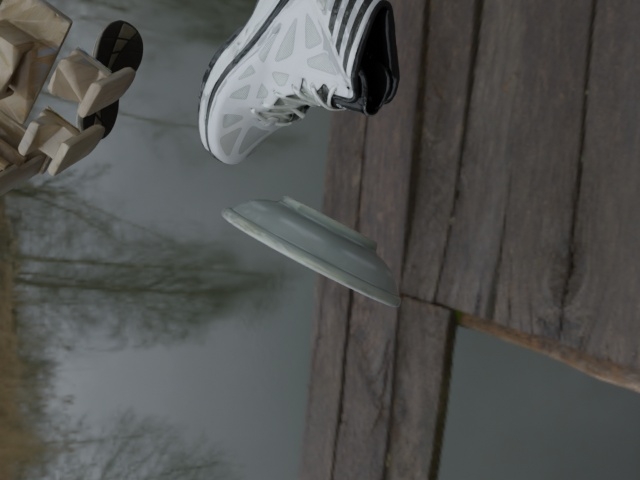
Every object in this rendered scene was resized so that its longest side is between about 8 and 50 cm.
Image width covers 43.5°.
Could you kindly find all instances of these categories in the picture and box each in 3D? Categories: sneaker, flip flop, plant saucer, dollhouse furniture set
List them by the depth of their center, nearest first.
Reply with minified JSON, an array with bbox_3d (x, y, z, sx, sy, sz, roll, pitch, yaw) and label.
[{"bbox_3d":[-0.039,-0.245,1.318,0.257,0.169,0.447,53,128,26],"label":"sneaker"},{"bbox_3d":[-0.558,-0.273,1.449,0.394,0.362,0.256,-52,4,28],"label":"dollhouse furniture set"},{"bbox_3d":[0.000,0.000,1.604,0.400,0.400,0.100,30,92,57],"label":"plant saucer"},{"bbox_3d":[-0.468,-0.348,1.733,0.080,0.112,0.277,9,81,44],"label":"flip flop"}]
